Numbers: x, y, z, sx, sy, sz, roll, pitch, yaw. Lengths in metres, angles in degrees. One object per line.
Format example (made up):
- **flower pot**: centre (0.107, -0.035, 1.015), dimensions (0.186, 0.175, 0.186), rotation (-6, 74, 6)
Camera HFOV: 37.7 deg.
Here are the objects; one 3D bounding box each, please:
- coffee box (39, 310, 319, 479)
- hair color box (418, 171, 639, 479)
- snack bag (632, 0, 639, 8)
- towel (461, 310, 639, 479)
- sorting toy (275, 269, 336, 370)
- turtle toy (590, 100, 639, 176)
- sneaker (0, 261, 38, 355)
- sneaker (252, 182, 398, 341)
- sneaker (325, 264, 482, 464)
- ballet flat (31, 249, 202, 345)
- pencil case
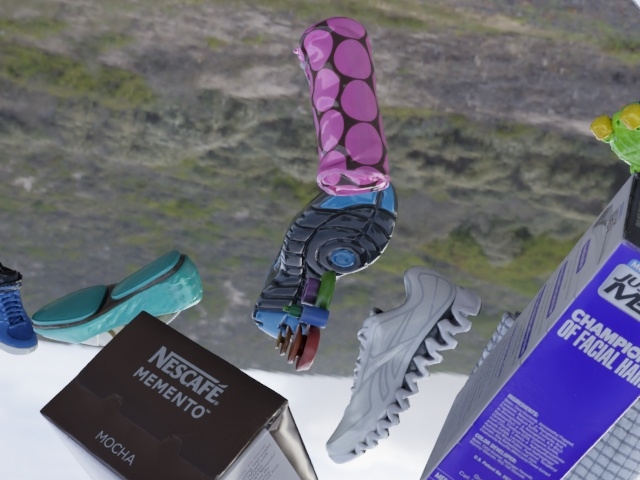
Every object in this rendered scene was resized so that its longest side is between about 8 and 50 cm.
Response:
- **coffee box**: centre (-0.089, 0.218, 0.794), dimensions (0.168, 0.119, 0.297), rotation (27, 150, 33)
- **hair color box**: centre (0.240, 0.116, 0.911), dimensions (0.110, 0.339, 0.185), rotation (33, -150, 6)
- **snack bag**: centre (0.271, -0.348, 0.753), dimensions (0.037, 0.343, 0.323), rotation (3, 175, 35)
- **towel**: centre (0.355, 0.258, 1.391), dimensions (0.283, 0.235, 0.121), rotation (32, -155, 24)
- **sorting toy**: centre (-0.017, 0.071, 0.886), dimensions (0.042, 0.102, 0.061), rotation (17, 167, -5)
- **turtle toy**: centre (0.353, -0.115, 0.978), dimensions (0.095, 0.066, 0.130), rotation (46, 159, -10)
- **sneaker**: centre (-0.437, 0.089, 1.308), dimensions (0.058, 0.085, 0.152), rotation (-9, -142, -39)
- **sneaker**: centre (0.000, 0.000, 1.333), dimensions (0.125, 0.140, 0.341), rotation (28, 134, -12)
- **sneaker**: centre (0.088, 0.164, 1.254), dimensions (0.118, 0.292, 0.110), rotation (36, 178, -1)
- **ballet flat**: centre (-0.257, 0.093, 1.208), dimensions (0.247, 0.087, 0.083), rotation (-22, -154, 19)
- **pencil case**: centre (0.024, -0.156, 1.131), dimensions (0.098, 0.209, 0.095), rotation (-13, 161, 19)
